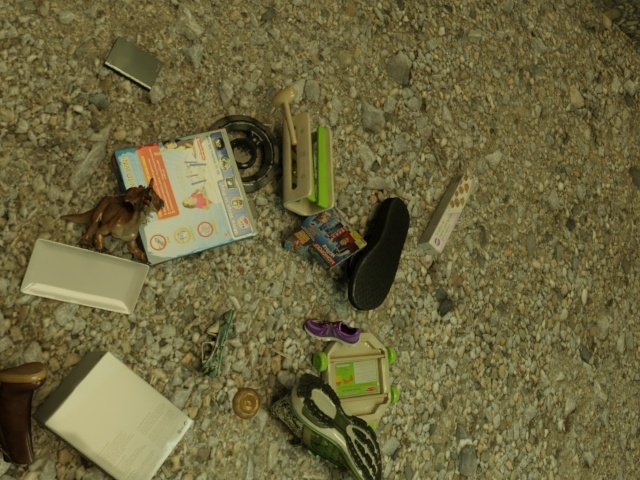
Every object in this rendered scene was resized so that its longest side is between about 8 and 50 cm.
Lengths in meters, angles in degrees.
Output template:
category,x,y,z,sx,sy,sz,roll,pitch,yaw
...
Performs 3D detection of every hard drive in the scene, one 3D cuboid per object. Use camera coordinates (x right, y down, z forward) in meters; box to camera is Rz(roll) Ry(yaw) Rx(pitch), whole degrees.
category,x,y,z,sx,sy,sz,roll,pitch,yaw
hard drive,-0.503,-0.476,1.771,0.135,0.022,0.094,28,67,-25

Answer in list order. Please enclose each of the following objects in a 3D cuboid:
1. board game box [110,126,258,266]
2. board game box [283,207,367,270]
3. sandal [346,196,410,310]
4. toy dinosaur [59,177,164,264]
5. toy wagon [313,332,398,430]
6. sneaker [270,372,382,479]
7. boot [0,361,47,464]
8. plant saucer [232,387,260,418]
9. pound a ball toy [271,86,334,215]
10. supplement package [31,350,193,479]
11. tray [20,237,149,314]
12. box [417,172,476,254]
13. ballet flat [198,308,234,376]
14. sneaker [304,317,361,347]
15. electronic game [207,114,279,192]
category,x,y,z,sx,sy,sz,roll,pitch,yaw
board game box,-0.357,-0.115,1.732,0.302,0.086,0.308,-17,90,-25
board game box,0.000,0.000,1.935,0.194,0.060,0.194,-32,70,-25
sandal,0.168,0.049,2.041,0.167,0.107,0.445,57,42,-30
toy dinosaur,-0.485,-0.064,1.580,0.127,0.296,0.200,19,86,-59
toy wagon,0.107,0.449,1.945,0.267,0.068,0.344,2,80,-31
sneaker,0.018,0.548,1.819,0.410,0.182,0.158,53,34,-13
boot,-0.635,0.372,1.401,0.090,0.248,0.206,-16,92,-49
plant saucer,-0.199,0.444,1.787,0.083,0.015,0.083,7,77,-31
pound a ball toy,-0.075,-0.253,1.901,0.208,0.136,0.319,24,56,-51
supplement package,-0.480,0.412,1.511,0.262,0.198,0.199,46,61,-17
tray,-0.569,0.087,1.593,0.270,0.030,0.145,17,103,-28
box,0.437,-0.094,2.254,0.063,0.067,0.324,41,62,-19
ballet flat,-0.280,0.267,1.746,0.070,0.070,0.188,23,66,-26
sneaker,0.038,0.252,1.903,0.170,0.071,0.068,12,44,9
electronic game,-0.227,-0.249,1.882,0.229,0.048,0.229,3,81,-23
